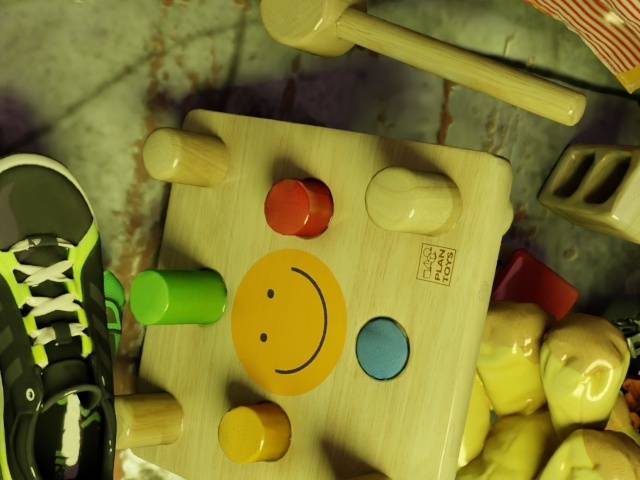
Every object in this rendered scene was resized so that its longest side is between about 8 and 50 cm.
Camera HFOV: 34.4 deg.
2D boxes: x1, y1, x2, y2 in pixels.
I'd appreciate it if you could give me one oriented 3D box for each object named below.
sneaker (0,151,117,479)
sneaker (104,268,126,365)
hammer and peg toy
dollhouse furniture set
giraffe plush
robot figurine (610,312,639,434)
[{"bbox_3d":[-0.151,0.064,0.615,0.084,0.097,0.235,-11,101,-33],"label":"sneaker"},{"bbox_3d":[-0.290,0.017,0.672,0.343,0.134,0.146,26,84,-25],"label":"sneaker"},{"bbox_3d":[0.000,0.000,0.660,0.127,0.266,0.361,6,96,-54],"label":"hammer and peg toy"},{"bbox_3d":[0.171,-0.083,0.746,0.201,0.152,0.374,34,89,-16],"label":"dollhouse furniture set"},{"bbox_3d":[0.170,0.149,0.711,0.170,0.181,0.210,5,91,-44],"label":"giraffe plush"},{"bbox_3d":[0.319,0.115,0.847,0.291,0.085,0.211,-34,104,-8],"label":"robot figurine"}]
